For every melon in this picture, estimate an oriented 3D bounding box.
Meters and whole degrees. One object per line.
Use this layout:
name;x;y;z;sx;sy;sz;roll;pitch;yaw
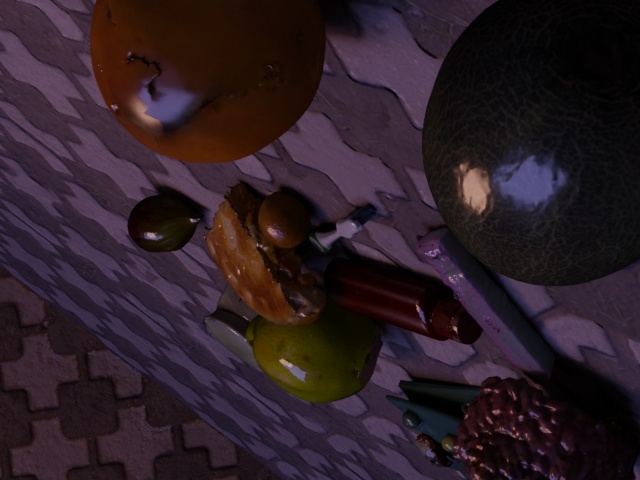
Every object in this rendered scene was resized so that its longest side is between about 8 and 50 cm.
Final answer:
melon;0.201;-0.084;1.151;0.237;0.237;0.301;33;162;11

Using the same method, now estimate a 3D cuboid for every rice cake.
rice cake;0.216;0.089;1.825;0.081;0.051;0.290;8;146;53

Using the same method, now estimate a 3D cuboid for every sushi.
sushi;0.307;0.305;1.929;0.236;0.171;0.270;16;169;34

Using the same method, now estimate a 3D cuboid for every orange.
orange;-0.115;-0.202;1.424;0.246;0.246;0.246;33;161;13
orange;-0.053;-0.030;1.992;0.085;0.085;0.085;33;161;13

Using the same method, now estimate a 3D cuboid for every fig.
fig;-0.252;-0.031;2.326;0.155;0.109;0.103;-10;112;30

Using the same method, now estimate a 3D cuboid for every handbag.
handbag;0.263;0.350;2.284;0.269;0.100;0.274;45;159;-26

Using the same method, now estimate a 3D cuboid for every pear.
pear;-0.017;0.168;2.212;0.220;0.187;0.187;13;156;12

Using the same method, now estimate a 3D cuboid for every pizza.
pizza;-0.088;0.017;2.112;0.335;0.086;0.226;31;138;57

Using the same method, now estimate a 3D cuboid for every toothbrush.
toothbrush;-0.004;0.003;2.031;0.042;0.040;0.418;48;161;-4

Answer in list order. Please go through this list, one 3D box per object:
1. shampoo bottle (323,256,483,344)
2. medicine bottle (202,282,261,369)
shampoo bottle;0.121;0.090;1.978;0.260;0.064;0.102;16;151;46
medicine bottle;-0.109;0.129;2.360;0.147;0.143;0.147;32;160;13
